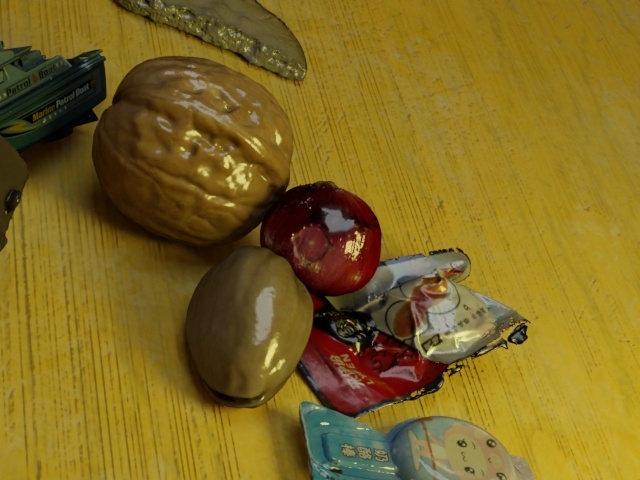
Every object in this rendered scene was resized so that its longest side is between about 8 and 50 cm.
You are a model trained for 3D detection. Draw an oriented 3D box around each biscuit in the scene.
[{"bbox_3d":[-0.140,-0.299,2.149,0.290,0.038,0.141,23,34,-4],"label":"biscuit"}]

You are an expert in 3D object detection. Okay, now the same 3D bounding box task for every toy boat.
[{"bbox_3d":[-0.335,-0.140,1.725,0.114,0.122,0.296,-5,17,27],"label":"toy boat"}]

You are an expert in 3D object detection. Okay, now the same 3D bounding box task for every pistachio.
[{"bbox_3d":[-0.069,0.083,1.628,0.126,0.108,0.185,-4,46,-1],"label":"pistachio"}]

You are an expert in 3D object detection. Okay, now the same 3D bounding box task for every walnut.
[{"bbox_3d":[-0.130,-0.092,1.754,0.213,0.213,0.213,17,35,-12],"label":"walnut"}]

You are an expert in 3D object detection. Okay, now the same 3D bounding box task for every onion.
[{"bbox_3d":[0.000,0.000,1.721,0.131,0.131,0.131,17,35,-12],"label":"onion"}]

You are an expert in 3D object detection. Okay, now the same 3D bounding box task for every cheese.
[{"bbox_3d":[0.098,0.214,1.601,0.245,0.052,0.135,12,36,-20],"label":"cheese"}]

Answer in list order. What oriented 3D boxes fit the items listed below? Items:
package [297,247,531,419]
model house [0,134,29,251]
[{"bbox_3d":[0.081,0.088,1.754,0.269,0.071,0.194,-22,42,-26],"label":"package"},{"bbox_3d":[-0.419,-0.010,1.484,0.204,0.211,0.243,-5,58,28],"label":"model house"}]
